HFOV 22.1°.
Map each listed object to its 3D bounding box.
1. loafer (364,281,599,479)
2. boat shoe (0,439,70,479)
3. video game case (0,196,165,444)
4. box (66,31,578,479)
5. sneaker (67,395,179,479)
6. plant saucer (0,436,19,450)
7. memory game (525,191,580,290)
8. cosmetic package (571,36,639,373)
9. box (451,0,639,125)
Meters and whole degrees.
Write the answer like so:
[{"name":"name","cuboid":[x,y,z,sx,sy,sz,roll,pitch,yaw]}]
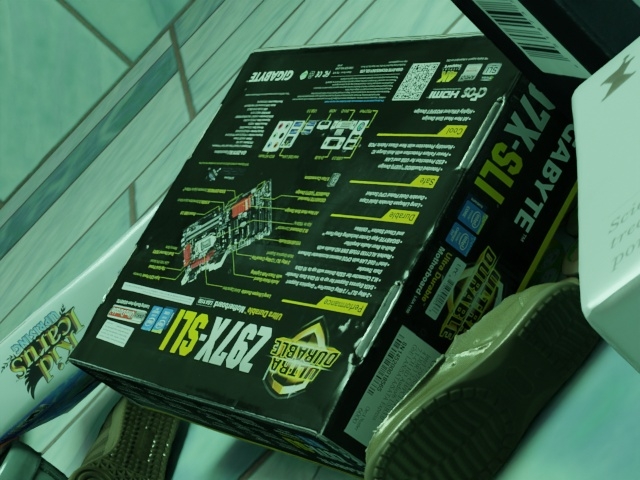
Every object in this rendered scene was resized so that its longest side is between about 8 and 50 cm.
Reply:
[{"name":"loafer","cuboid":[0.079,0.078,0.822,0.148,0.056,0.050,-40,13,-10]},{"name":"boat shoe","cuboid":[-0.315,0.271,1.221,0.319,0.099,0.116,-37,17,-4]},{"name":"video game case","cuboid":[-0.163,0.055,1.326,0.244,0.061,0.269,-42,-2,3]},{"name":"box","cuboid":[0.000,0.000,0.998,0.322,0.079,0.257,5,64,57]},{"name":"sneaker","cuboid":[-0.150,0.183,1.187,0.071,0.066,0.188,-58,3,33]},{"name":"plant saucer","cuboid":[-0.377,0.268,1.585,0.259,0.048,0.258,-47,16,6]},{"name":"memory game","cuboid":[0.101,0.032,0.945,0.186,0.012,0.186,-43,16,16]},{"name":"cosmetic package","cuboid":[0.187,0.000,0.472,0.151,0.184,0.151,-41,17,24]},{"name":"box","cuboid":[0.188,-0.213,0.785,0.294,0.296,0.183,-47,15,-1]}]
